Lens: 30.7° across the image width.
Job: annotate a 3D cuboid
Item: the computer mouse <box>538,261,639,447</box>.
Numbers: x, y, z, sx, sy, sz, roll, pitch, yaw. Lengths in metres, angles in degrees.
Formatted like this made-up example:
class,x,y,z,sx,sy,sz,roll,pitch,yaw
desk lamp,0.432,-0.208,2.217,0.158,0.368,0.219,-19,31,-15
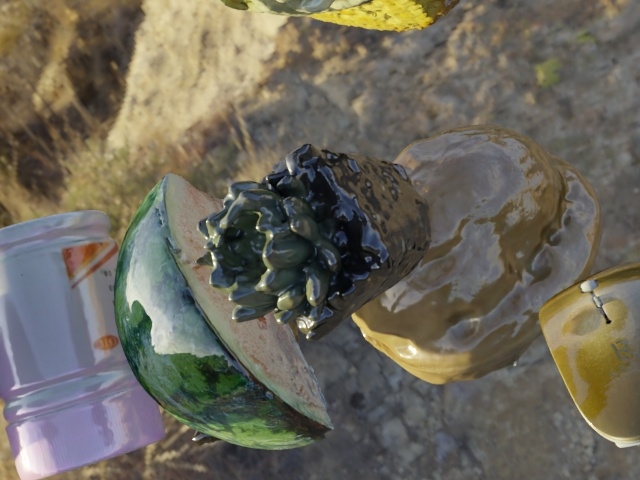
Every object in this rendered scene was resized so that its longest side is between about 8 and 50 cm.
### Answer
class,x,y,z,sx,sy,sz,roll,pitch,yaw
computer mouse,0.233,0.078,0.911,0.102,0.045,0.199,-26,31,11

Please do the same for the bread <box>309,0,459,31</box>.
class,x,y,z,sx,sy,sz,roll,pitch,yaw
bread,0.069,-0.280,1.117,0.260,0.147,0.160,4,75,62

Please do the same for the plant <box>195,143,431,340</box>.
class,x,y,z,sx,sy,sz,roll,pitch,yaw
plant,0.000,0.000,0.940,0.194,0.132,0.129,-19,-27,-51

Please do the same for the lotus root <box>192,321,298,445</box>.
class,x,y,z,sx,sy,sz,roll,pitch,yaw
lotus root,-0.104,0.184,1.568,0.125,0.118,0.221,27,100,41

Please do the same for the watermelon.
class,x,y,z,sx,sy,sz,roll,pitch,yaw
watermelon,-0.113,0.092,1.209,0.180,0.224,0.305,-18,64,-19

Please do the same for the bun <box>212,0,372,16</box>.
class,x,y,z,sx,sy,sz,roll,pitch,yaw
bun,-0.033,-0.238,0.898,0.229,0.229,0.145,10,71,42

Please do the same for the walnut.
class,x,y,z,sx,sy,sz,roll,pitch,yaw
walnut,0.202,0.016,1.666,0.383,0.384,0.384,-20,39,17

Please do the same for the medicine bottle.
class,x,y,z,sx,sy,sz,roll,pitch,yaw
medicine bottle,-0.336,0.136,1.529,0.202,0.316,0.202,-15,-4,-1
